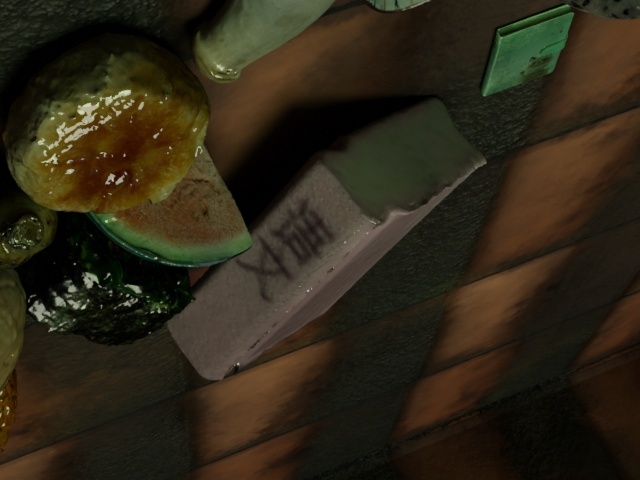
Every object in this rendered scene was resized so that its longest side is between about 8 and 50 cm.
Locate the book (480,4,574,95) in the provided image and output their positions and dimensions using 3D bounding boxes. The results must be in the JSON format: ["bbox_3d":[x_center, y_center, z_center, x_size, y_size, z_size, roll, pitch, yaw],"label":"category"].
[{"bbox_3d":[0.247,-0.225,1.525,0.103,0.017,0.135,-21,158,-11],"label":"book"}]

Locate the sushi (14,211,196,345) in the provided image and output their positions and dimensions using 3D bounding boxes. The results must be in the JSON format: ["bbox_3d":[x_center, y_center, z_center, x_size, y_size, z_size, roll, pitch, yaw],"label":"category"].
[{"bbox_3d":[-0.243,0.038,1.452,0.127,0.124,0.225,-33,152,18],"label":"sushi"}]

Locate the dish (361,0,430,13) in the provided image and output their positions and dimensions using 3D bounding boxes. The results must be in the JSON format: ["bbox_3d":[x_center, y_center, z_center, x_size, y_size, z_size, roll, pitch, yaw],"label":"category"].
[{"bbox_3d":[0.095,-0.288,1.149,0.191,0.066,0.190,-21,160,-8],"label":"dish"}]

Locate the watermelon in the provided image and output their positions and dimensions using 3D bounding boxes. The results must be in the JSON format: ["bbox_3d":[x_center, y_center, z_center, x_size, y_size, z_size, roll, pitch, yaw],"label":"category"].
[{"bbox_3d":[-0.174,-0.023,1.354,0.231,0.146,0.128,-9,154,-37],"label":"watermelon"}]

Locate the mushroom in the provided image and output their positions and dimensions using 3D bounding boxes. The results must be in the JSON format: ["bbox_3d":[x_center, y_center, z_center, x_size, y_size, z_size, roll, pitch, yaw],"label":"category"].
[{"bbox_3d":[-0.039,-0.222,1.109,0.118,0.103,0.270,-12,160,-20],"label":"mushroom"}]

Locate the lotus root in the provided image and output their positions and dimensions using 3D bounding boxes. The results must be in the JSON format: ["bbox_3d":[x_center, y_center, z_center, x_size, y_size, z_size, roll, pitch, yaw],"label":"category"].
[{"bbox_3d":[-0.307,-0.021,1.249,0.089,0.080,0.179,-33,-160,-13],"label":"lotus root"}]

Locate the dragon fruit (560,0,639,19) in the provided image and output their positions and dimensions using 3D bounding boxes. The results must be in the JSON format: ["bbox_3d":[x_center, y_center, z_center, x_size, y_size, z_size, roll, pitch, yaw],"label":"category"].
[{"bbox_3d":[0.244,-0.340,1.019,0.221,0.204,0.282,-43,134,-45],"label":"dragon fruit"}]

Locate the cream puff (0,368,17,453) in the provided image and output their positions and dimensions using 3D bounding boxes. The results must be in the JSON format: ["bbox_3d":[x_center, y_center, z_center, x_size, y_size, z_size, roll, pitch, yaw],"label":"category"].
[{"bbox_3d":[-0.486,0.206,1.459,0.303,0.212,0.303,-18,154,-9],"label":"cream puff"}]

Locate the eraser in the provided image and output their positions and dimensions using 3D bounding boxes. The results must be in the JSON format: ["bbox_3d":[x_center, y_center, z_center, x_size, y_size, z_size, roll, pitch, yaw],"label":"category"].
[{"bbox_3d":[0.000,0.000,1.553,0.359,0.122,0.272,-44,172,40],"label":"eraser"}]

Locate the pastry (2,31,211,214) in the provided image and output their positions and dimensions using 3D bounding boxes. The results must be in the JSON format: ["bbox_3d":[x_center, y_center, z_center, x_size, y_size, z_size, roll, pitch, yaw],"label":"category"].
[{"bbox_3d":[-0.198,-0.109,1.192,0.192,0.093,0.182,6,133,-49],"label":"pastry"}]

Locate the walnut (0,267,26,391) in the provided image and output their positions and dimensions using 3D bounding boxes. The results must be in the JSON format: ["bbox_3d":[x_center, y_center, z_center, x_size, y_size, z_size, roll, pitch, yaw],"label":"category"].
[{"bbox_3d":[-0.390,0.101,1.283,0.178,0.230,0.178,12,151,7],"label":"walnut"}]
